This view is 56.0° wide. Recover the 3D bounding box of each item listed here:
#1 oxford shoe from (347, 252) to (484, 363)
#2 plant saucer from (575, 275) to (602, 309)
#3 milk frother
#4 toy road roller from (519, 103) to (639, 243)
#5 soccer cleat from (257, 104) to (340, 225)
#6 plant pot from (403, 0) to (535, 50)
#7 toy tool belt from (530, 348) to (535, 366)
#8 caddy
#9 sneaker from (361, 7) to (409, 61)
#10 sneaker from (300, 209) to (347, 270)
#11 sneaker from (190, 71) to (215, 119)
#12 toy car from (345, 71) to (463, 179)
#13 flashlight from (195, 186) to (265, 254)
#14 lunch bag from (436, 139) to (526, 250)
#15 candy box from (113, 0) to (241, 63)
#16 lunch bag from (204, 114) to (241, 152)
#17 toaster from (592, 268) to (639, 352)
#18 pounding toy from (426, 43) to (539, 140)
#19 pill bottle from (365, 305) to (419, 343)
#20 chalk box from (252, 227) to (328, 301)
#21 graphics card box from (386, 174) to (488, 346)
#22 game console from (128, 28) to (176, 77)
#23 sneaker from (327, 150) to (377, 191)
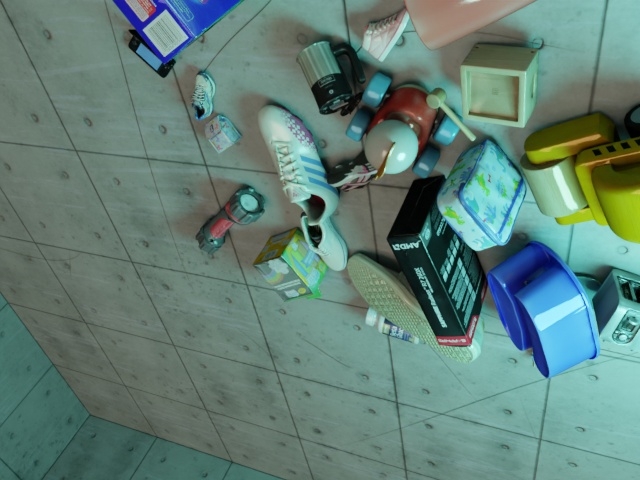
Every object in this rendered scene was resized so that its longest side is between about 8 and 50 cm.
[{"bbox_3d":[0.271,0.173,1.711,0.449,0.130,0.169,34,147,19],"label":"oxford shoe"},{"bbox_3d":[0.656,0.127,1.509,0.119,0.021,0.119,17,138,16],"label":"plant saucer"},{"bbox_3d":[0.027,-0.353,1.343,0.143,0.129,0.134,119,130,-76],"label":"milk frother"},{"bbox_3d":[0.557,-0.109,1.162,0.329,0.240,0.202,-12,124,37],"label":"toy road roller"},{"bbox_3d":[-0.060,-0.183,1.519,0.116,0.143,0.331,-14,123,39],"label":"soccer cleat"},{"bbox_3d":[0.262,-0.475,0.971,0.243,0.275,0.275,-10,126,25],"label":"plant pot"},{"bbox_3d":[0.623,0.320,1.698,0.052,0.051,0.083,25,139,6],"label":"toy tool belt"},{"bbox_3d":[0.549,0.161,1.446,0.179,0.241,0.341,-29,123,-3],"label":"caddy"},{"bbox_3d":[0.129,-0.432,1.231,0.070,0.051,0.134,30,144,-8],"label":"sneaker"},{"bbox_3d":[0.000,0.000,1.707,0.094,0.091,0.258,-3,129,32],"label":"sneaker"},{"bbox_3d":[-0.303,-0.365,1.543,0.052,0.058,0.135,19,137,12],"label":"sneaker"},{"bbox_3d":[0.152,-0.203,1.305,0.219,0.238,0.210,30,139,1],"label":"toy car"},{"bbox_3d":[-0.278,-0.049,1.814,0.103,0.103,0.304,38,137,-13],"label":"flashlight"},{"bbox_3d":[0.358,-0.097,1.307,0.176,0.219,0.090,48,143,-17],"label":"lunch bag"},{"bbox_3d":[-0.272,-0.539,1.153,0.122,0.317,0.268,-17,120,42],"label":"candy box"},{"bbox_3d":[-0.267,-0.285,1.607,0.071,0.053,0.083,-22,109,41],"label":"lunch bag"},{"bbox_3d":[0.734,0.167,1.390,0.168,0.185,0.110,20,124,5],"label":"toaster"},{"bbox_3d":[0.327,-0.300,1.226,0.206,0.094,0.181,16,143,29],"label":"pounding toy"},{"bbox_3d":[0.226,0.245,1.818,0.169,0.094,0.094,15,137,17],"label":"pill bottle"},{"bbox_3d":[-0.072,0.091,1.812,0.132,0.132,0.213,-17,122,39],"label":"chalk box"},{"bbox_3d":[0.299,0.055,1.483,0.094,0.233,0.371,-5,129,34],"label":"graphics card box"},{"bbox_3d":[-0.433,-0.465,1.508,0.122,0.071,0.107,42,137,-13],"label":"game console"},{"bbox_3d":[0.108,-0.171,1.507,0.178,0.072,0.077,-13,149,34],"label":"sneaker"}]
